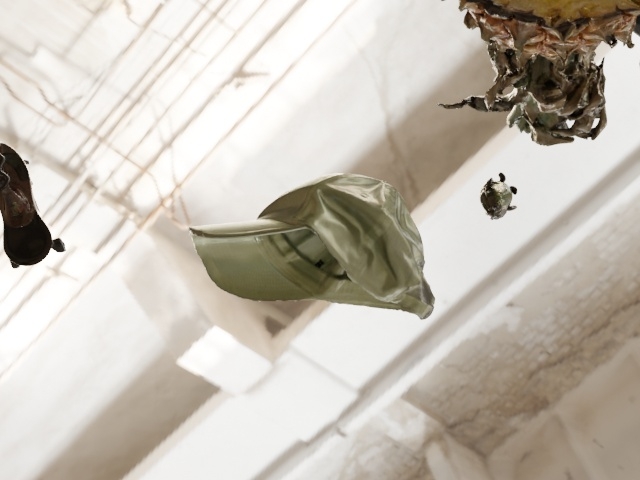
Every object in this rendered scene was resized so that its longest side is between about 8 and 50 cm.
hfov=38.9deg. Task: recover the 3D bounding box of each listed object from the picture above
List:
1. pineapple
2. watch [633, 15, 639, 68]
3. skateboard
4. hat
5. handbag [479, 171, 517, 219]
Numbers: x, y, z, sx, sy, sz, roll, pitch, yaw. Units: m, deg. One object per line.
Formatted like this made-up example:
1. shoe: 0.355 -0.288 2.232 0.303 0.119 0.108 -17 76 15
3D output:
1. pineapple: 0.266 -0.220 1.047 0.263 0.271 0.262 -4 -128 5
2. watch: 0.713 -0.404 1.664 0.314 0.335 0.327 -55 -160 14
3. skateboard: -0.355 -0.043 1.044 0.067 0.151 0.080 -20 -179 -4
4. hat: -0.005 0.004 0.627 0.166 0.122 0.081 -2 -122 6
5. handbag: 0.309 -0.071 1.582 0.047 0.072 0.111 -39 -172 32
